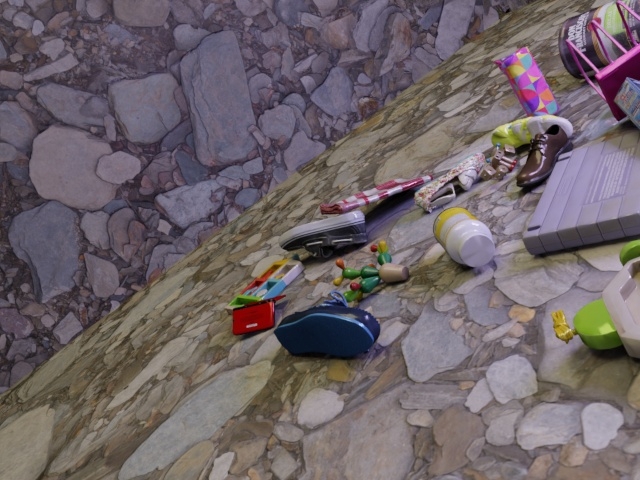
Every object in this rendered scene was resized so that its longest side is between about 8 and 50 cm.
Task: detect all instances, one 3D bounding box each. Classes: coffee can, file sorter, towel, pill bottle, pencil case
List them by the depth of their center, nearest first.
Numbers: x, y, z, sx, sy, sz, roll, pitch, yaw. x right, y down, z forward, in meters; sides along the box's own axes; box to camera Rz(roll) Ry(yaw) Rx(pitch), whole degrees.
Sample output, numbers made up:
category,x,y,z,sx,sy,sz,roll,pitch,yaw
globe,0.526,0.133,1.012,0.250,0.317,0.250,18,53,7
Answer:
category,x,y,z,sx,sy,sz,roll,pitch,yaw
pill bottle,0.323,-0.006,1.248,0.103,0.103,0.184,-32,18,7
file sorter,0.770,-0.476,1.314,0.291,0.202,0.182,-36,52,23
coffee can,0.905,-0.626,1.685,0.201,0.201,0.275,-43,19,-25
pencil case,0.638,-0.478,1.712,0.104,0.236,0.104,-35,9,6
towel,0.175,-0.153,1.821,0.329,0.037,0.237,-20,8,-15

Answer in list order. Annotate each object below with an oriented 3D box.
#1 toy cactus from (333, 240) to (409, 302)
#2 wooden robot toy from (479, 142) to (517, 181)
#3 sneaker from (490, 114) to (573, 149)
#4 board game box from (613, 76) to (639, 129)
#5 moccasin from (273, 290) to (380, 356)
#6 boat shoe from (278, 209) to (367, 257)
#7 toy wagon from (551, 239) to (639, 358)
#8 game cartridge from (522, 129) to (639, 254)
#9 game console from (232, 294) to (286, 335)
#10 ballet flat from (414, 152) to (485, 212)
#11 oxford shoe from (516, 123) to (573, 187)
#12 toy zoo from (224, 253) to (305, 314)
category,x,y,z,sx,sy,sz,roll,pitch,yaw
toy cactus,0.138,0.072,1.406,0.180,0.112,0.219,-3,25,42
wooden robot toy,0.496,-0.202,1.563,0.173,0.076,0.079,-49,-12,-39
sneaker,0.615,-0.322,1.589,0.240,0.091,0.126,5,29,47
board game box,0.716,-0.248,1.127,0.194,0.194,0.060,-60,-12,-52
moccasin,0.014,0.179,1.261,0.117,0.137,0.342,-41,19,-34
boat shoe,0.000,0.000,1.775,0.335,0.119,0.121,-17,-6,38
toy wagon,0.501,0.079,0.769,0.344,0.068,0.267,-27,18,24
game cartridge,0.575,-0.106,1.144,0.230,0.068,0.355,-11,28,43
game console,-0.179,0.220,1.645,0.144,0.085,0.124,-16,61,24
ballet flat,0.386,-0.159,1.614,0.241,0.091,0.077,-35,47,11
oxford shoe,0.553,-0.218,1.413,0.227,0.096,0.083,-46,23,-29
toy zoo,-0.172,0.145,1.854,0.293,0.030,0.192,-43,19,-26
